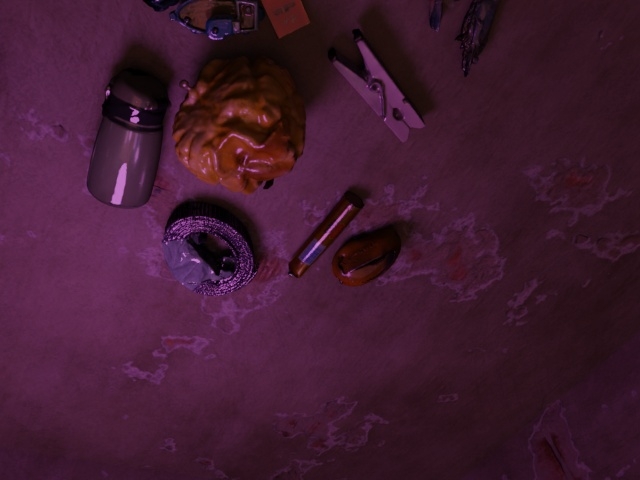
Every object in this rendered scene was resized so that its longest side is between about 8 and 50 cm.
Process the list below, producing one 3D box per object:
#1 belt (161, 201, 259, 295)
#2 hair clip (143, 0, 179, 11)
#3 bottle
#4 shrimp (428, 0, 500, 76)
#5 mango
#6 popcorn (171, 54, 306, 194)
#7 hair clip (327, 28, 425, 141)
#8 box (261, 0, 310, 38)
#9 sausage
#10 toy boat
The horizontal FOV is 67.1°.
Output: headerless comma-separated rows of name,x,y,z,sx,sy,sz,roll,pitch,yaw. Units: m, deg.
belt,-0.349,0.032,1.510,0.260,0.122,0.324,-28,124,7
hair clip,-0.247,-0.603,1.001,0.310,0.206,0.194,-19,132,1
bottle,-0.492,-0.263,1.248,0.169,0.168,0.346,15,118,-18
shrimp,0.352,-0.566,1.196,0.178,0.075,0.289,8,126,-4
mango,0.153,0.051,1.582,0.249,0.151,0.156,-37,82,9
popcorn,-0.178,-0.275,1.219,0.349,0.348,0.382,-35,149,17
hair clip,0.158,-0.399,1.279,0.101,0.085,0.331,-35,125,20
box,-0.091,-0.569,1.159,0.090,0.023,0.133,-21,126,10
sausage,0.000,0.000,1.560,0.082,0.082,0.371,27,119,-25
toy boat,-0.239,-0.519,1.121,0.215,0.102,0.088,1,129,-4
